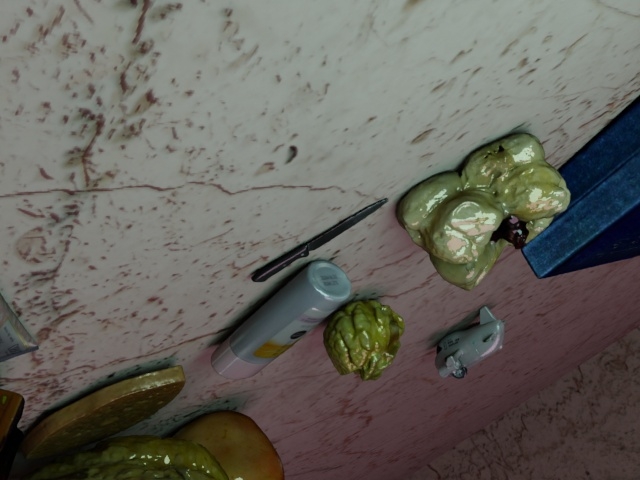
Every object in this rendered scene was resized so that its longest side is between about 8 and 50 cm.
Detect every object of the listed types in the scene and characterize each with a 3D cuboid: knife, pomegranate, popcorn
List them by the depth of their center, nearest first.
[{"bbox_3d":[0.000,0.000,0.903,0.170,0.010,0.023,-31,158,4],"label":"knife"},{"bbox_3d":[0.063,0.136,1.151,0.116,0.106,0.120,-14,156,-9],"label":"popcorn"},{"bbox_3d":[-0.153,0.362,1.282,0.209,0.209,0.209,-24,158,-10],"label":"pomegranate"}]

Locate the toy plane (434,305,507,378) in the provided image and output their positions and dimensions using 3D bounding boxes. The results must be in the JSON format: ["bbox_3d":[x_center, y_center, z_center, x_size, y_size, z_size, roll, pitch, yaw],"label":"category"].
[{"bbox_3d":[0.277,0.195,1.568,0.174,0.080,0.174,-39,173,-6],"label":"toy plane"}]

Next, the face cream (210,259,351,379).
[{"bbox_3d":[-0.048,0.100,1.002,0.084,0.057,0.198,-1,145,-47],"label":"face cream"}]

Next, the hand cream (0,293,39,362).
[{"bbox_3d":[-0.281,0.074,0.700,0.067,0.043,0.209,-21,162,-18],"label":"hand cream"}]

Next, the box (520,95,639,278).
[{"bbox_3d":[0.433,-0.074,1.120,0.262,0.116,0.279,-9,153,-40],"label":"box"}]

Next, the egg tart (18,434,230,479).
[{"bbox_3d":[-0.249,0.345,1.082,0.340,0.153,0.351,9,145,0],"label":"egg tart"}]

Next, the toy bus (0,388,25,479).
[{"bbox_3d":[-0.395,0.287,0.898,0.092,0.093,0.408,22,133,-12],"label":"toy bus"}]

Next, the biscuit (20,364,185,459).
[{"bbox_3d":[-0.261,0.209,1.027,0.221,0.028,0.142,-29,159,5],"label":"biscuit"}]

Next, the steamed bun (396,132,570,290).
[{"bbox_3d":[0.188,-0.019,0.952,0.178,0.106,0.192,-26,160,-1],"label":"steamed bun"}]
